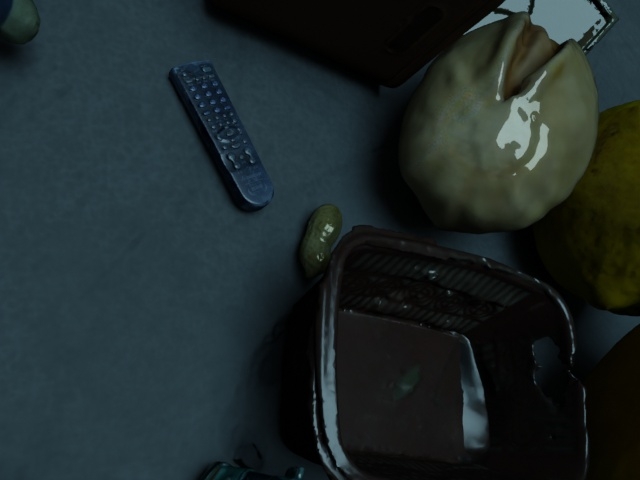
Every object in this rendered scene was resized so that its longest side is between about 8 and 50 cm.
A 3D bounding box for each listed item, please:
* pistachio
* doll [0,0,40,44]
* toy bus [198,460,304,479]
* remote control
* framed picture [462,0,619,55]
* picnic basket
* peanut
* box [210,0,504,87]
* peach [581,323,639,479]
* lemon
[{"bbox_3d":[0.202,-0.132,0.659,0.193,0.214,0.318,32,45,11],"label":"pistachio"},{"bbox_3d":[-0.308,-0.151,0.382,0.228,0.154,0.259,16,74,-31],"label":"doll"},{"bbox_3d":[0.012,0.277,0.436,0.256,0.147,0.128,41,56,-16],"label":"toy bus"},{"bbox_3d":[-0.091,-0.097,0.563,0.043,0.027,0.153,-25,87,-29],"label":"remote control"},{"bbox_3d":[0.251,-0.328,0.799,0.209,0.019,0.281,-46,103,-5],"label":"framed picture"},{"bbox_3d":[0.092,0.121,0.545,0.296,0.129,0.223,15,66,-29],"label":"picnic basket"},{"bbox_3d":[0.000,0.000,0.583,0.037,0.037,0.083,26,61,-23],"label":"peanut"},{"bbox_3d":[0.038,-0.374,0.605,0.229,0.239,0.339,13,69,-25],"label":"box"},{"bbox_3d":[0.400,0.214,0.581,0.372,0.290,0.373,-15,120,-27],"label":"peach"},{"bbox_3d":[0.375,-0.036,0.713,0.233,0.233,0.288,39,62,-16],"label":"lemon"}]
